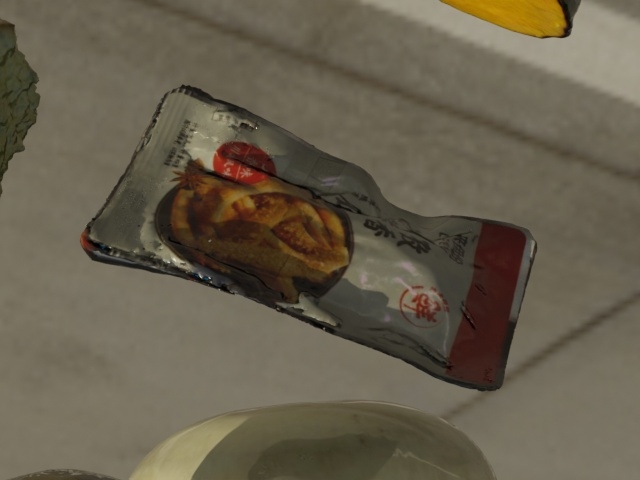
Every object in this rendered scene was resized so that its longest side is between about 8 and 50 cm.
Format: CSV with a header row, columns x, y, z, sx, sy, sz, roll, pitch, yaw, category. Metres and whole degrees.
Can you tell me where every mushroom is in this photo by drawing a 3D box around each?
x,y,z,sx,sy,sz,roll,pitch,yaw,category
-0.003,0.197,1.219,0.246,0.202,0.246,-15,168,-3,mushroom

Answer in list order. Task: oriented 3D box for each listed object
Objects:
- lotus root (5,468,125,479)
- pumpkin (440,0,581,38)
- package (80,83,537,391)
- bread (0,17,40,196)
x,y,z,sx,sy,sz,roll,pitch,yaw,category
-0.118,0.179,1.010,0.120,0.120,0.209,-10,160,17,lotus root
0.019,-0.068,0.346,0.083,0.028,0.050,35,172,-40,pumpkin
0.000,0.000,1.106,0.239,0.154,0.030,23,131,0,package
-0.192,-0.031,0.813,0.125,0.156,0.086,0,141,18,bread
